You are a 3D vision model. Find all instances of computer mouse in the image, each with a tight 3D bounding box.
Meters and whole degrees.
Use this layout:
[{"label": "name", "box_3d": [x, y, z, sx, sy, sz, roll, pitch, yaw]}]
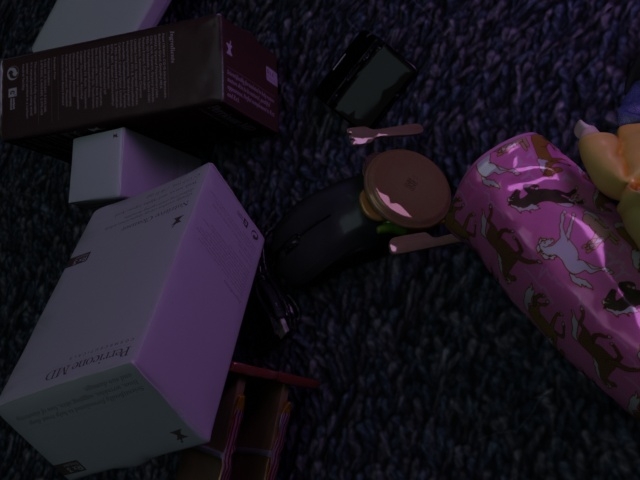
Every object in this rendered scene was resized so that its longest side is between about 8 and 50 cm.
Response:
[{"label": "computer mouse", "box_3d": [0.000, 0.000, 1.348, 0.272, 0.072, 0.188, -32, 61, 19]}]

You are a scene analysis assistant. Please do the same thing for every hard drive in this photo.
[{"label": "hard drive", "box_3d": [-0.357, -0.401, 1.650, 0.353, 0.047, 0.233, -53, 55, 23]}]

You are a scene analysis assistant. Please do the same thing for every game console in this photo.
[{"label": "game console", "box_3d": [0.064, -0.231, 1.416, 0.122, 0.071, 0.107, -51, 27, 7]}]

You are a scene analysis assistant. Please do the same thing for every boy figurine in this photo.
[{"label": "boy figurine", "box_3d": [0.364, -0.096, 1.063, 0.177, 0.092, 0.285, 13, 47, 14]}]

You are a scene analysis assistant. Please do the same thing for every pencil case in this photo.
[{"label": "pencil case", "box_3d": [0.311, 0.039, 1.099, 0.386, 0.167, 0.160, 48, 129, 31]}]

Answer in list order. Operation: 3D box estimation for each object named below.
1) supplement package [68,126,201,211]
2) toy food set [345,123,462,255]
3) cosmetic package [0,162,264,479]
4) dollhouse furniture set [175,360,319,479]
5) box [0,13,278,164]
[{"label": "supplement package", "box_3d": [-0.277, -0.091, 1.472, 0.105, 0.179, 0.105, -6, 75, 32]}, {"label": "toy food set", "box_3d": [0.109, -0.065, 1.291, 0.038, 0.132, 0.192, 121, 136, -57]}, {"label": "cosmetic package", "box_3d": [-0.225, 0.095, 1.240, 0.217, 0.156, 0.385, -21, 31, 22]}, {"label": "dollhouse furniture set", "box_3d": [-0.191, 0.257, 1.365, 0.374, 0.152, 0.201, 2, 76, 49]}, {"label": "box", "box_3d": [-0.272, -0.218, 1.474, 0.381, 0.191, 0.143, -8, 79, 22]}]
